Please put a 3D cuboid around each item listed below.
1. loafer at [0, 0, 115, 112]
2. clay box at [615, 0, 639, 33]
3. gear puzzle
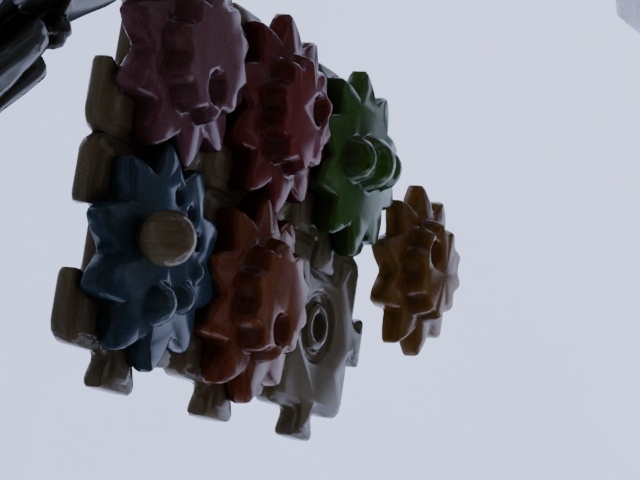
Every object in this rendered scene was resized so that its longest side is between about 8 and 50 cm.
[{"bbox_3d":[-0.065,-0.100,0.410,0.084,0.268,0.096,29,-35,-20],"label":"loafer"},{"bbox_3d":[0.324,-0.145,1.303,0.222,0.127,0.053,42,-92,17],"label":"clay box"},{"bbox_3d":[0.000,0.000,0.754,0.044,0.339,0.176,3,-101,26],"label":"gear puzzle"}]
